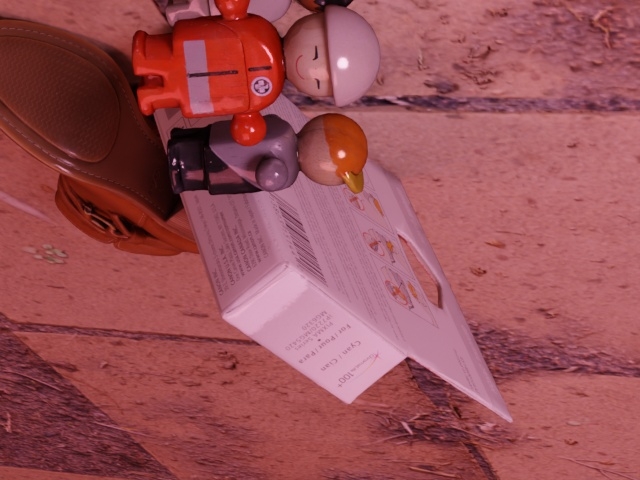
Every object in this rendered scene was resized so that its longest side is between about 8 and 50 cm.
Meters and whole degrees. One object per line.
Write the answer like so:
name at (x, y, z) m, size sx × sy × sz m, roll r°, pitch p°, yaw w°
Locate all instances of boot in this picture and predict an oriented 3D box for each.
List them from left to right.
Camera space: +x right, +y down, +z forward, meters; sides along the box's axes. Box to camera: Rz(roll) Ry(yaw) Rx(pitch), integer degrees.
boot at (-0.193, -0.073, 1.441) m, size 0.283 × 0.109 × 0.220 m, roll 24°, pitch 163°, yaw -17°

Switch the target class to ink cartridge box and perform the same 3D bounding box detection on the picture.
ink cartridge box at (0.000, 0.000, 1.264) m, size 0.066 × 0.296 × 0.261 m, roll -40°, pitch 131°, yaw 16°

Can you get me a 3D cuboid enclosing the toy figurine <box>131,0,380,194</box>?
toy figurine at (-0.033, -0.141, 1.074) m, size 0.148 × 0.213 × 0.209 m, roll -5°, pitch 156°, yaw 2°
